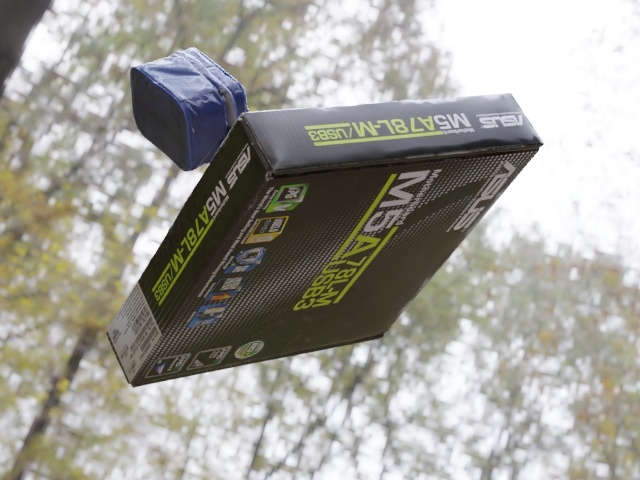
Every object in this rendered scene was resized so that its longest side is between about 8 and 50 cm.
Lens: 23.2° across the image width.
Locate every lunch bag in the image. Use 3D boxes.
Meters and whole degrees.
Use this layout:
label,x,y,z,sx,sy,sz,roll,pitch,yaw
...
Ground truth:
label,x,y,z,sx,sy,sz,roll,pitch,yaw
lunch bag,-0.095,-0.103,1.203,0.098,0.065,0.067,41,-36,37

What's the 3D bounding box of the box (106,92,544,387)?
label,x,y,z,sx,sy,sz,roll,pitch,yaw
box,0.000,0.000,0.840,0.184,0.045,0.191,-5,-34,-37
